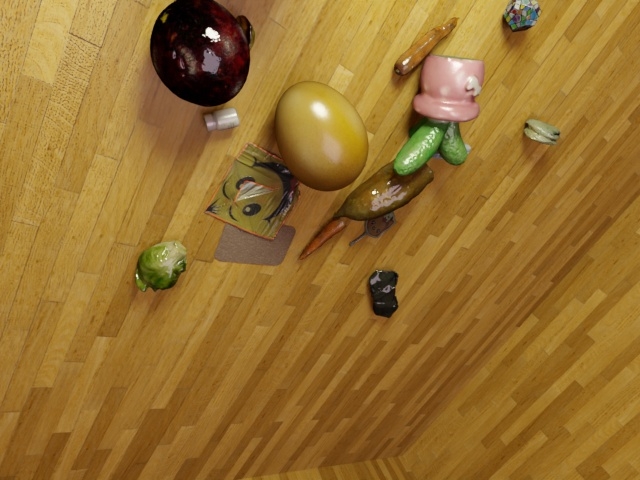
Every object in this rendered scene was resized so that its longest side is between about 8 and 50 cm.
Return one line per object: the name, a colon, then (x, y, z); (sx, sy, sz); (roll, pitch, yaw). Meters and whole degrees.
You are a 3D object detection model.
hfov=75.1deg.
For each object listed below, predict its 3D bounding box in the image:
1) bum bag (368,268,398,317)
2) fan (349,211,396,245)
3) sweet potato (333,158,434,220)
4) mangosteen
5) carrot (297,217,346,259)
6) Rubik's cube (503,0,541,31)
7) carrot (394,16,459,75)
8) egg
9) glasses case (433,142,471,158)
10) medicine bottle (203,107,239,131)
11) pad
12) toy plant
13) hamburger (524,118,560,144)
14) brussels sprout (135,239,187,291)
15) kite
bum bag: (0.295, 0.246, 1.875); (0.142, 0.080, 0.327); (-23, 133, -8)
fan: (0.203, -0.045, 1.644); (0.219, 0.009, 0.132); (-36, 134, -1)
sweet potato: (0.218, -0.162, 1.464); (0.369, 0.158, 0.158); (-35, 134, -3)
mangosteen: (-0.256, -0.434, 0.958); (0.265, 0.228, 0.228); (-52, 152, -47)
carrot: (0.000, 0.000, 1.536); (0.224, 0.057, 0.057); (-43, 134, 11)
Rubik's cube: (0.634, -0.715, 1.311); (0.093, 0.111, 0.111); (20, 115, -12)
carrot: (0.318, -0.589, 1.255); (0.248, 0.059, 0.059); (-42, 134, 0)
egg: (0.000, -0.289, 1.171); (0.250, 0.250, 0.323); (-35, 123, -1)
glasses case: (0.473, -0.333, 1.533); (0.178, 0.067, 0.045); (-12, 129, -21)
medicine bottle: (-0.268, -0.325, 1.124); (0.089, 0.052, 0.052); (-18, 131, -17)
pad: (-0.223, 0.010, 1.445); (0.266, 0.002, 0.176); (8, 120, -34)
toy plant: (0.371, -0.399, 1.319); (0.316, 0.210, 0.357); (-14, 131, -32)
hamburger: (0.881, -0.431, 1.650); (0.139, 0.133, 0.063); (1, 133, -20)
brussels sprout: (-0.490, 0.080, 1.287); (0.181, 0.101, 0.139); (-38, 120, 25)
kite: (-0.210, -0.138, 1.329); (0.327, 0.013, 0.378); (-18, 132, -17)
